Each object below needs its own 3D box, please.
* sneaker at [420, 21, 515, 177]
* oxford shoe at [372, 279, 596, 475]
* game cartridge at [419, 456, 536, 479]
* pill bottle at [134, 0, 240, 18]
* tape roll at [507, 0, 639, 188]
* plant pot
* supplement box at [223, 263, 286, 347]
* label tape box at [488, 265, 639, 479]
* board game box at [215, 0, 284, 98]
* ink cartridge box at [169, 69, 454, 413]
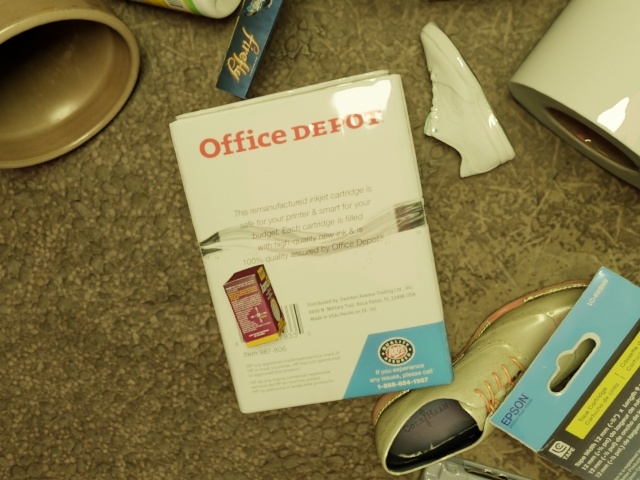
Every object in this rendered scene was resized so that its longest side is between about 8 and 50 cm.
[{"bbox_3d":[0.173,-0.182,0.815,0.094,0.080,0.212,-27,99,22],"label":"sneaker"},{"bbox_3d":[0.246,0.204,0.846,0.397,0.146,0.140,-40,93,11],"label":"oxford shoe"},{"bbox_3d":[0.280,0.458,0.946,0.294,0.060,0.196,17,99,2],"label":"game cartridge"},{"bbox_3d":[-0.223,-0.372,0.769,0.245,0.136,0.136,17,103,15],"label":"pill bottle"},{"bbox_3d":[0.367,-0.182,0.705,0.246,0.246,0.169,36,102,-2],"label":"tape roll"},{"bbox_3d":[-0.405,-0.263,0.783,0.263,0.263,0.229,-41,78,12],"label":"plant pot"},{"bbox_3d":[-0.077,0.077,0.730,0.043,0.055,0.083,-19,100,11],"label":"supplement box"},{"bbox_3d":[0.425,0.205,0.795,0.347,0.115,0.249,30,103,-2],"label":"label tape box"},{"bbox_3d":[-0.059,-0.312,0.722,0.042,0.165,0.243,19,125,-14],"label":"board game box"},{"bbox_3d":[0.000,0.000,0.818,0.285,0.166,0.395,-10,102,8],"label":"ink cartridge box"}]
